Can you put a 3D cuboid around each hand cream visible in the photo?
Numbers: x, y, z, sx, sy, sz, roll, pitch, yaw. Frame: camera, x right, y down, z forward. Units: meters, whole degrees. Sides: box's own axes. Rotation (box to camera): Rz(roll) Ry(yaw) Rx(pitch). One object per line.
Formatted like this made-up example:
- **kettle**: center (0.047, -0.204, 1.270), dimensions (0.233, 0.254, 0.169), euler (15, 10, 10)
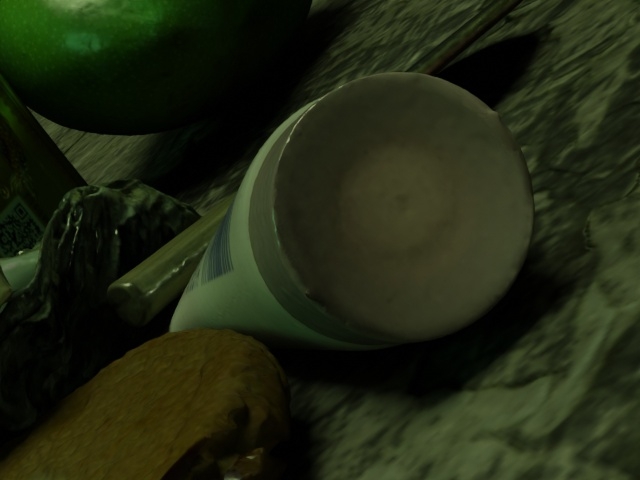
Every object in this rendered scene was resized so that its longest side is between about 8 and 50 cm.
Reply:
- **hand cream**: center (0.000, 0.000, 0.603), dimensions (0.133, 0.083, 0.248), euler (-39, 3, -9)

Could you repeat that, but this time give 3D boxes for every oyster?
- **oyster**: center (-0.147, 0.059, 0.714), dimensions (0.199, 0.087, 0.252), euler (-48, 3, 8)

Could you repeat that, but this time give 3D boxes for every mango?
- **mango**: center (-0.114, -0.174, 1.102), dimensions (0.382, 0.225, 0.201), euler (-95, 15, -68)

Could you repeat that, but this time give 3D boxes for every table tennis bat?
- **table tennis bat**: center (0.000, -0.042, 0.743), dimensions (0.246, 0.022, 0.138), euler (-41, 3, -31)

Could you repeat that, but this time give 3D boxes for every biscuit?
- **biscuit**: center (-0.096, 0.110, 0.531), dimensions (0.226, 0.042, 0.226), euler (-36, 15, 12)

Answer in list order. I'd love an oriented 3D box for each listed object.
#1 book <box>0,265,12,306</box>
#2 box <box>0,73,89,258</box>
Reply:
- **book**: center (-0.191, 0.082, 0.639), dimensions (0.199, 0.016, 0.138), euler (-51, 15, -5)
- **box**: center (-0.226, 0.010, 0.879), dimensions (0.043, 0.173, 0.311), euler (-28, 19, 29)
